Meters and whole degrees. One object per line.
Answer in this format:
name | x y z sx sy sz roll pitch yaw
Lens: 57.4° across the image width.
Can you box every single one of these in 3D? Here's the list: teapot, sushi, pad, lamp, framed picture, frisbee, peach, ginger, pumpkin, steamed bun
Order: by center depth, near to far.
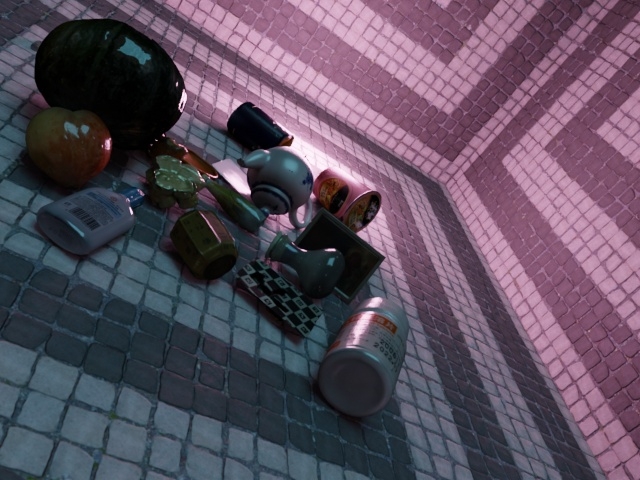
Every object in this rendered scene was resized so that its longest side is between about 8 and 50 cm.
peach | -0.681 -0.245 1.585 0.233 0.232 0.232 31 25 -17
lamp | -0.329 0.011 1.656 0.161 0.161 0.185 5 41 -51
sushi | -0.134 0.178 1.765 0.280 0.043 0.192 39 24 1
pumpkin | -0.627 -0.481 1.775 0.455 0.343 0.454 21 -11 4
steamed bun | -0.459 -0.170 1.845 0.193 0.106 0.177 11 40 -32
teapot | -0.051 0.073 1.930 0.251 0.183 0.183 30 24 5
ginger | -0.560 -0.359 2.014 0.133 0.107 0.309 -13 43 -25
framed picture | 0.054 0.053 2.061 0.290 0.211 0.020 39 -3 -1
frisbee | -0.455 -0.276 2.102 0.192 0.035 0.192 39 11 -9
teapot | -0.160 -0.197 2.166 0.424 0.253 0.279 49 53 -40
pad | -0.303 -0.223 2.242 0.232 0.004 0.156 45 24 0

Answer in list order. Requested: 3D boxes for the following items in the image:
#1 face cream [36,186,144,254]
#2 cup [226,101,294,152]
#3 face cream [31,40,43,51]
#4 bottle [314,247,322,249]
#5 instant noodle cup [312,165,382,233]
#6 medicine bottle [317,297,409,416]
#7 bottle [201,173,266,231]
face cream | -0.577 -0.073 1.536 0.163 0.080 0.336 38 24 -1
cup | -0.274 -0.450 2.575 0.256 0.255 0.178 40 62 9
face cream | -1.003 -0.697 2.089 0.040 0.021 0.083 30 25 -22
bottle | 0.000 0.000 2.212 0.082 0.082 0.286 35 25 -9
instant noodle cup | 0.101 -0.188 2.545 0.255 0.243 0.244 43 23 30
medicine bottle | 0.138 0.323 1.695 0.211 0.211 0.371 40 25 1
bottle | -0.309 -0.134 2.012 0.270 0.083 0.083 39 24 2
